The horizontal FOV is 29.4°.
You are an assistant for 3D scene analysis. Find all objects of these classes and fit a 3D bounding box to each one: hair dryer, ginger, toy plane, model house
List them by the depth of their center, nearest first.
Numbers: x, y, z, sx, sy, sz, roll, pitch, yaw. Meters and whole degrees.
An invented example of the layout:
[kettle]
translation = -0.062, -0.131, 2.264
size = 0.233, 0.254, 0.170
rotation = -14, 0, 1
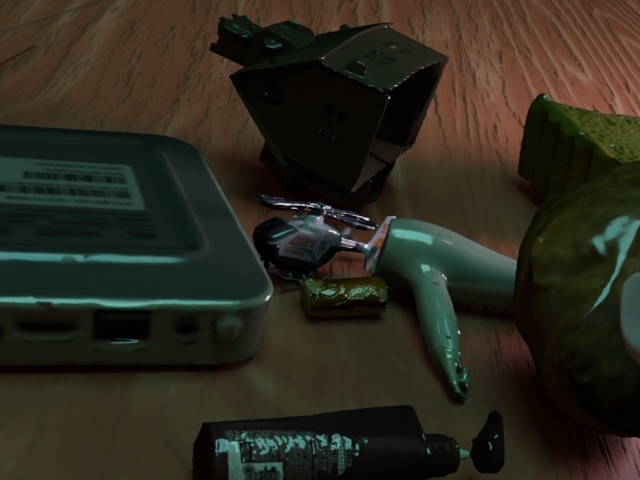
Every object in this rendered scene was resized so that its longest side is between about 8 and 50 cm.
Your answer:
[ginger]
translation = 0.271, 0.047, 1.098
size = 0.269, 0.200, 0.223
rotation = -38, 12, -16
[hair dryer]
translation = 0.149, 0.079, 1.154
size = 0.206, 0.075, 0.237
rotation = 17, 33, -4
[toy plane]
translation = 0.000, 0.001, 1.217
size = 0.197, 0.078, 0.053
rotation = 8, 19, -43
[model house]
translation = -0.020, -0.165, 1.385
size = 0.243, 0.204, 0.211
rotation = 29, 29, 13

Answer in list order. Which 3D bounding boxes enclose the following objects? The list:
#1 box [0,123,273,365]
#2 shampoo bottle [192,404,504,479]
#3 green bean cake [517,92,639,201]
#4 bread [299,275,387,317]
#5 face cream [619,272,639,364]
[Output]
[box]
translation = -0.257, -0.012, 1.116
size = 0.367, 0.090, 0.373
rotation = 1, 27, -21
[shampoo bottle]
translation = 0.026, 0.160, 0.905
size = 0.236, 0.068, 0.067
rotation = 3, 25, -20
[green bean cake]
translation = 0.383, -0.085, 1.500
size = 0.236, 0.124, 0.233
rotation = 2, 28, -20
[bread]
translation = 0.022, 0.053, 1.163
size = 0.083, 0.036, 0.047
rotation = 0, 20, -21
[face cream]
translation = 0.374, 0.115, 0.970
size = 0.346, 0.102, 0.102
rotation = 24, 17, -31
